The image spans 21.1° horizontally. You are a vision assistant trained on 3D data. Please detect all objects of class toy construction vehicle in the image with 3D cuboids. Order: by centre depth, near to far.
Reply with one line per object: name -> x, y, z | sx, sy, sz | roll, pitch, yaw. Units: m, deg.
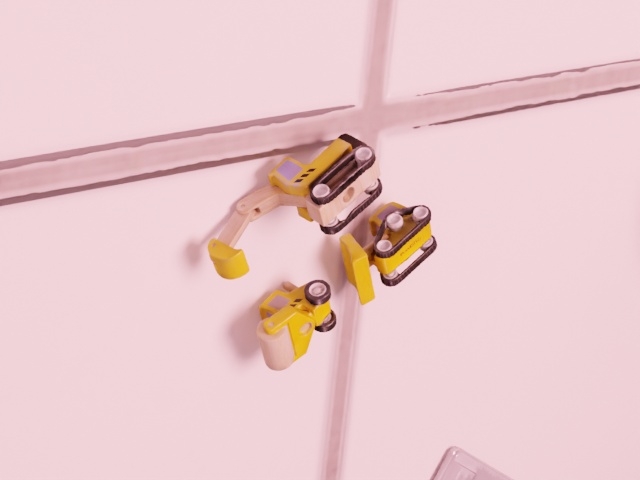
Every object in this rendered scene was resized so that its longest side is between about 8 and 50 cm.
toy construction vehicle -> 0.000, 0.000, 0.712 | 0.098, 0.035, 0.086 | -43, 145, -19

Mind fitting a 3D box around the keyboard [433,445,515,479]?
keyboard -> 0.024, 0.225, 0.857 | 0.256, 0.014, 0.072 | -60, 143, -4
